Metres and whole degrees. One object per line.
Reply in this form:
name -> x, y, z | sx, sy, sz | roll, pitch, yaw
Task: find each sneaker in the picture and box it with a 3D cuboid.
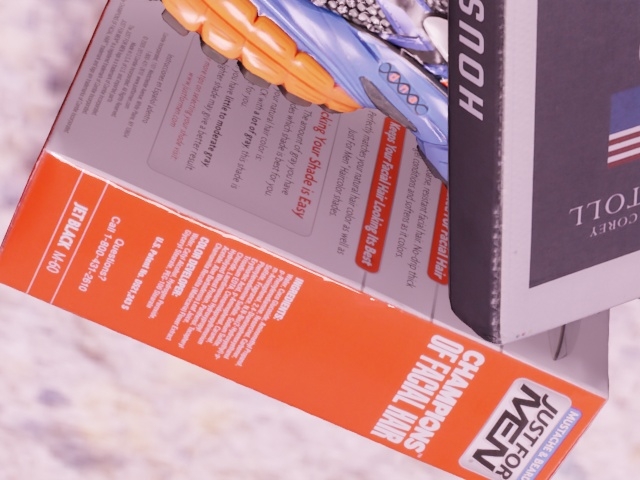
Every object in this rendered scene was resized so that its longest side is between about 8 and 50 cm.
sneaker -> 0.054, -0.056, 0.534 | 0.221, 0.083, 0.087 | 28, 112, -18

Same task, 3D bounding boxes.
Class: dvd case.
dvd case -> 0.110, -0.103, 0.455 | 0.179, 0.029, 0.239 | -18, 125, -22

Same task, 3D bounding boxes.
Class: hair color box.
hair color box -> 0.000, 0.000, 0.572 | 0.167, 0.093, 0.053 | 23, 127, -7
